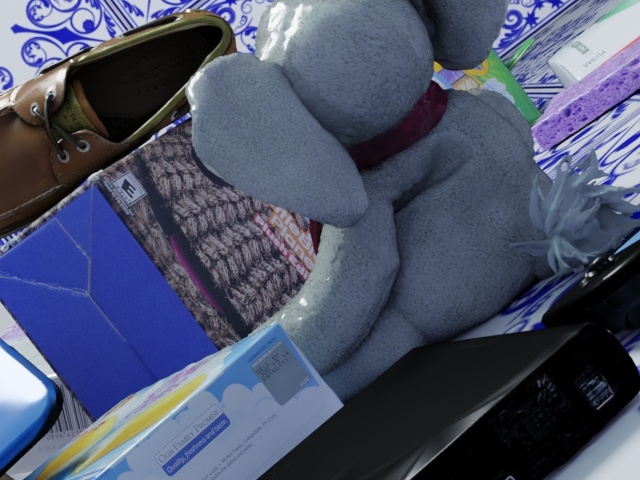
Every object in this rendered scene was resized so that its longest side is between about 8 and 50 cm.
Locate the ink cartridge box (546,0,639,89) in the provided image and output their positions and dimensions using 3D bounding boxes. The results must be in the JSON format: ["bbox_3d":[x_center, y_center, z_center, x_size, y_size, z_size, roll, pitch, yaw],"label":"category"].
[{"bbox_3d":[0.347,-0.234,1.623,0.181,0.056,0.225,-37,3,5],"label":"ink cartridge box"}]

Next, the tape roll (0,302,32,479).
[{"bbox_3d":[-0.421,0.213,1.780,0.169,0.246,0.246,-35,5,28],"label":"tape roll"}]

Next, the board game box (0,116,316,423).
[{"bbox_3d":[-0.111,0.035,1.261,0.141,0.232,0.291,-34,6,24],"label":"board game box"}]

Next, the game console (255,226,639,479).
[{"bbox_3d":[0.125,0.027,0.699,0.361,0.044,0.213,-38,5,-17],"label":"game console"}]

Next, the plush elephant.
[{"bbox_3d":[0.026,-0.057,0.954,0.272,0.255,0.330,-40,5,-34],"label":"plush elephant"}]

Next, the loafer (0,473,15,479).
[{"bbox_3d":[-0.341,0.212,1.229,0.130,0.366,0.134,0,-69,-47],"label":"loafer"}]

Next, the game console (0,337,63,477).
[{"bbox_3d":[-0.297,0.194,0.969,0.293,0.173,0.250,-43,-21,-15],"label":"game console"}]

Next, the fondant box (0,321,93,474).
[{"bbox_3d":[-0.242,0.139,1.519,0.238,0.096,0.330,-9,9,10],"label":"fondant box"}]

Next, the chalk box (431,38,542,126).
[{"bbox_3d":[0.174,-0.164,1.751,0.213,0.132,0.132,-36,3,5],"label":"chalk box"}]

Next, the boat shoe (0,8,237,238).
[{"bbox_3d":[-0.208,-0.104,1.224,0.307,0.111,0.104,-37,4,-12],"label":"boat shoe"}]

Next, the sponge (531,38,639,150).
[{"bbox_3d":[0.299,-0.166,1.408,0.210,0.031,0.117,-34,5,30],"label":"sponge"}]

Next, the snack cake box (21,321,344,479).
[{"bbox_3d":[-0.106,0.153,0.923,0.152,0.089,0.264,-41,6,-32],"label":"snack cake box"}]
